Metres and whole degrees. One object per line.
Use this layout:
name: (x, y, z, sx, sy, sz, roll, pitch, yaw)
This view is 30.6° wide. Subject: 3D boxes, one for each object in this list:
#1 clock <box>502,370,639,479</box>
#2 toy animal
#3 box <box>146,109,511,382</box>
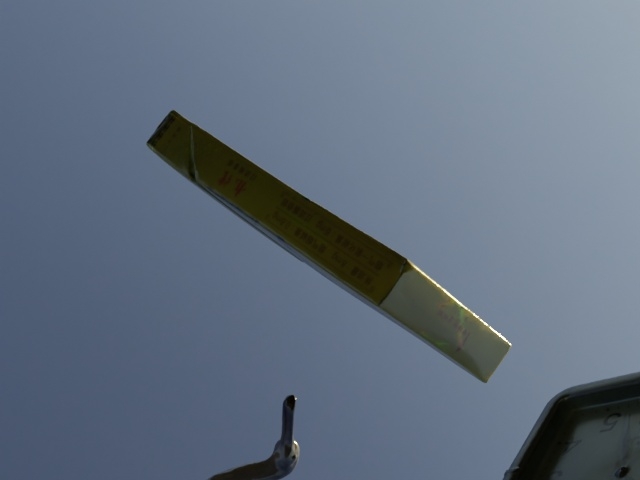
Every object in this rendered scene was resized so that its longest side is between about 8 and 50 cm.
clock: (0.292, 0.222, 1.130, 0.049, 0.273, 0.279, 53, -131, -13)
toy animal: (-0.133, 0.321, 1.311, 0.324, 0.195, 0.090, -29, -136, -5)
box: (0.001, 0.000, 0.852, 0.279, 0.041, 0.153, 33, 177, 42)
